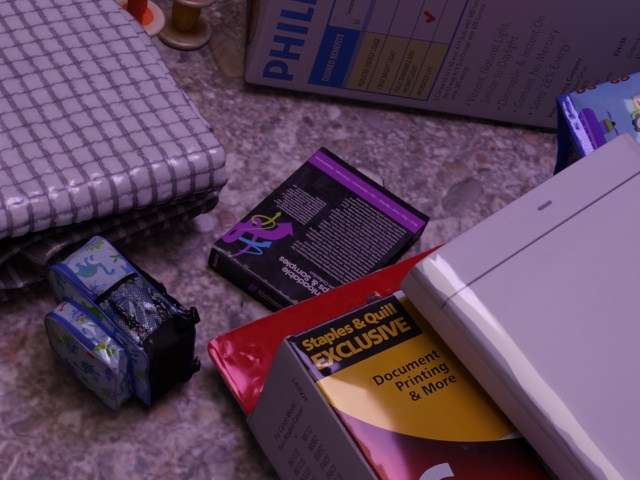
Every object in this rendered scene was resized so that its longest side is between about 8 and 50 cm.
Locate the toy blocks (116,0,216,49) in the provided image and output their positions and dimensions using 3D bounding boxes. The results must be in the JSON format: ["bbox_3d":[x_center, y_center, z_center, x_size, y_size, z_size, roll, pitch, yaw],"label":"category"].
[{"bbox_3d":[-0.134,-0.225,1.314,0.054,0.148,0.123,40,51,19],"label":"toy blocks"}]

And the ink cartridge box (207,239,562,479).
[{"bbox_3d":[0.115,0.101,1.101,0.309,0.130,0.272,-22,65,-30],"label":"ink cartridge box"}]

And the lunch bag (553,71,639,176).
[{"bbox_3d":[0.347,-0.005,1.236,0.221,0.138,0.293,-16,56,-3],"label":"lunch bag"}]

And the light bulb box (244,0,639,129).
[{"bbox_3d":[0.140,-0.310,1.327,0.361,0.358,0.225,8,47,-11],"label":"light bulb box"}]

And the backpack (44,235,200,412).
[{"bbox_3d":[-0.153,0.060,1.091,0.084,0.105,0.114,-36,69,-22],"label":"backpack"}]

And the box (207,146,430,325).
[{"bbox_3d":[0.000,0.000,1.240,0.116,0.029,0.162,35,48,14],"label":"box"}]

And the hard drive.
[{"bbox_3d":[0.250,0.106,1.032,0.233,0.047,0.353,-30,73,-33],"label":"hard drive"}]

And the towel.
[{"bbox_3d":[-0.234,-0.093,1.196,0.235,0.121,0.284,-20,57,-32],"label":"towel"}]
